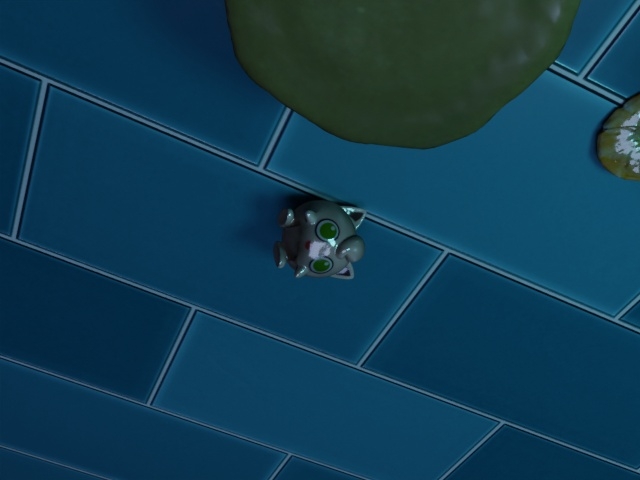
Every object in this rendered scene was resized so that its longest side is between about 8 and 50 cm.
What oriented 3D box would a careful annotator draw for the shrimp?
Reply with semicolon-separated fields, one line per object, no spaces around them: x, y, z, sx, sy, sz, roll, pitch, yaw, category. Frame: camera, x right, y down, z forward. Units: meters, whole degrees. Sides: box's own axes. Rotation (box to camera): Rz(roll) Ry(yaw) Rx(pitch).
0.499;-0.156;0.901;0.236;0.053;0.133;-13;106;20;shrimp

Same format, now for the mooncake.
0.085;-0.296;0.738;0.379;0.200;0.378;5;132;6;mooncake

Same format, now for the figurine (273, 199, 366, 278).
0.000;0.000;1.019;0.138;0.125;0.125;8;130;-17;figurine
